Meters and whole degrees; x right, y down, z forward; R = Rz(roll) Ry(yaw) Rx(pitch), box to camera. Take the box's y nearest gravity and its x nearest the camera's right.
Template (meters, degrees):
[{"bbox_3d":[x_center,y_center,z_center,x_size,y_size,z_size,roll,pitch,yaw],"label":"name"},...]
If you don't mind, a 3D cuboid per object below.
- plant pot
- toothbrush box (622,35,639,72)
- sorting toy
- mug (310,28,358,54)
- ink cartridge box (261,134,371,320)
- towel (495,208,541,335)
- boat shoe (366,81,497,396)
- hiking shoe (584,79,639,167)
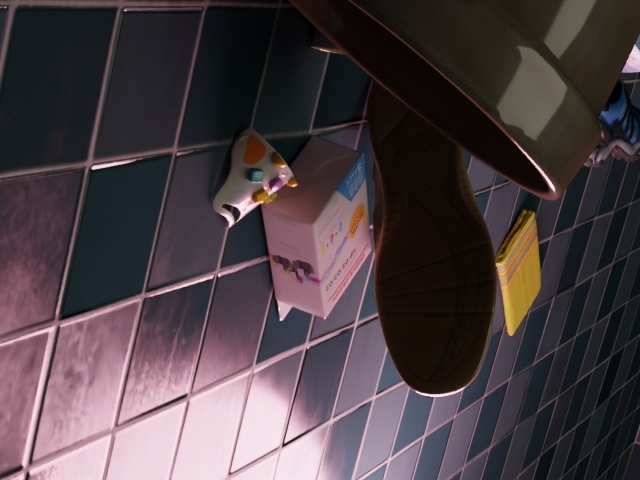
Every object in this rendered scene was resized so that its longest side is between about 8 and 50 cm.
[{"bbox_3d":[0.152,-0.237,1.201,0.280,0.323,0.323,-49,156,0],"label":"plant pot"},{"bbox_3d":[0.277,-0.347,1.550,0.295,0.126,0.216,44,68,-31],"label":"toothbrush box"},{"bbox_3d":[-0.064,-0.047,1.340,0.075,0.045,0.083,-46,154,-6],"label":"sorting toy"},{"bbox_3d":[0.022,-0.205,1.387,0.062,0.078,0.064,6,96,-34],"label":"mug"},{"bbox_3d":[0.000,0.000,1.482,0.104,0.061,0.181,-55,154,-33],"label":"ink cartridge box"},{"bbox_3d":[0.299,0.051,2.266,0.102,0.021,0.237,-55,155,-20],"label":"towel"},{"bbox_3d":[0.114,-0.004,1.533,0.110,0.121,0.341,73,13,-73],"label":"boat shoe"},{"bbox_3d":[0.436,-0.191,2.247,0.304,0.113,0.132,-21,128,-61],"label":"hiking shoe"}]
